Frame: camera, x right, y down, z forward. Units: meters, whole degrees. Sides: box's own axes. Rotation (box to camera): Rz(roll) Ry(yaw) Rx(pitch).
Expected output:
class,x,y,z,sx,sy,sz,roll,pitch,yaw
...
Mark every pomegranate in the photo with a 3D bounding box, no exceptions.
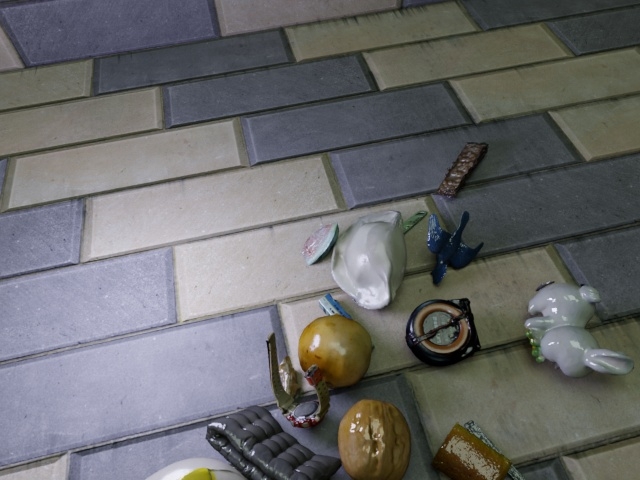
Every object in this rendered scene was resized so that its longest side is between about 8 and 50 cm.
class,x,y,z,sx,sy,sz,roll,pitch,yaw
pomegranate,0.040,0.326,1.504,0.233,0.233,0.233,-1,53,2

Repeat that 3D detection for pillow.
class,x,y,z,sx,sy,sz,roll,pitch,yaw
pillow,-0.120,0.560,1.341,0.326,0.228,0.101,26,93,23

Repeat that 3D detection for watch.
class,x,y,z,sx,sy,sz,roll,pitch,yaw
watch,-0.063,0.390,1.424,0.165,0.268,0.102,3,22,29

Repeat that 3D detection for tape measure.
class,x,y,z,sx,sy,sz,roll,pitch,yaw
tape measure,0.371,0.282,1.577,0.223,0.135,0.202,-7,63,0

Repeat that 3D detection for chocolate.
class,x,y,z,sx,sy,sz,roll,pitch,yaw
chocolate,0.567,-0.280,2.037,0.102,0.065,0.329,15,52,36

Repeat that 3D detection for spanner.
class,x,y,z,sx,sy,sz,roll,pitch,yaw
spanner,0.512,0.621,1.381,0.093,0.026,0.325,-31,56,-18

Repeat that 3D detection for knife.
class,x,y,z,sx,sy,sz,roll,pitch,yaw
knife,0.288,-0.032,1.886,0.293,0.020,0.043,-36,57,-23

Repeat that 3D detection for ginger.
class,x,y,z,sx,sy,sz,roll,pitch,yaw
ginger,-0.096,0.420,1.547,0.057,0.044,0.137,14,54,-32

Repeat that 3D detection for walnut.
class,x,y,z,sx,sy,sz,roll,pitch,yaw
walnut,0.142,0.538,1.361,0.195,0.195,0.221,0,60,3

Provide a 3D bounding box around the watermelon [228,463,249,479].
class,x,y,z,sx,sy,sz,roll,pitch,yaw
watermelon,-0.230,0.636,1.368,0.111,0.078,0.078,-11,53,-4

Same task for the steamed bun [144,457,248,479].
class,x,y,z,sx,sy,sz,roll,pitch,yaw
steamed bun,-0.315,0.684,1.173,0.374,0.334,0.334,-43,61,-8

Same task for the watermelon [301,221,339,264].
class,x,y,z,sx,sy,sz,roll,pitch,yaw
watermelon,0.008,0.005,1.826,0.180,0.081,0.094,-39,77,16

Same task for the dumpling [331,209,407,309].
class,x,y,z,sx,sy,sz,roll,pitch,yaw
dumpling,0.163,0.060,1.742,0.260,0.181,0.341,-4,84,26

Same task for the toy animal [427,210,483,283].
class,x,y,z,sx,sy,sz,roll,pitch,yaw
toy animal,0.448,0.023,1.762,0.239,0.255,0.176,25,18,-26

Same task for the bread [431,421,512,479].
class,x,y,z,sx,sy,sz,roll,pitch,yaw
bread,0.398,0.590,1.356,0.172,0.103,0.132,31,70,25

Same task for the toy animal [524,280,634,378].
class,x,y,z,sx,sy,sz,roll,pitch,yaw
toy animal,0.754,0.279,1.519,0.247,0.183,0.310,-22,44,28

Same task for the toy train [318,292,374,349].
class,x,y,z,sx,sy,sz,roll,pitch,yaw
toy train,0.083,0.270,1.647,0.051,0.052,0.234,-33,59,-17
